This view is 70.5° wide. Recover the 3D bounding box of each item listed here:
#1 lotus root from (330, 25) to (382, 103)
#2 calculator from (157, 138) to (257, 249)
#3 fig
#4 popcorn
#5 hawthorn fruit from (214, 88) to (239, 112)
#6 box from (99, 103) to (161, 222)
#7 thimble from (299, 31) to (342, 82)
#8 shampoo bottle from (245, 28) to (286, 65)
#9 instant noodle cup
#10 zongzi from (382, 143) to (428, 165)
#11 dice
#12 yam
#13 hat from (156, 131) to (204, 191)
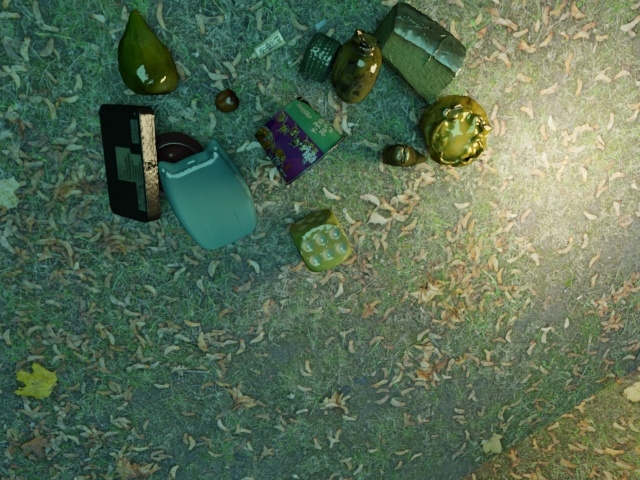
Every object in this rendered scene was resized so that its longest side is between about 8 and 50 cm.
[{"bbox_3d":[0.118,-0.539,1.382,0.154,0.278,0.153,4,64,-8],"label":"lotus root"},{"bbox_3d":[-0.356,-0.124,1.497,0.256,0.054,0.386,-25,130,-6],"label":"calculator"},{"bbox_3d":[-0.523,-0.526,1.331,0.167,0.167,0.233,-33,87,2],"label":"fig"},{"bbox_3d":[0.461,-0.369,1.529,0.251,0.190,0.249,-7,116,-15],"label":"popcorn"},{"bbox_3d":[-0.297,-0.442,1.440,0.077,0.077,0.077,-3,108,-9],"label":"hawthorn fruit"},{"bbox_3d":[-0.588,-0.239,1.399,0.212,0.058,0.349,12,111,32],"label":"box"},{"bbox_3d":[0.000,-0.571,1.417,0.090,0.118,0.135,27,119,-2],"label":"thimble"},{"bbox_3d":[-0.178,-0.604,1.423,0.141,0.034,0.049,-33,117,3],"label":"shampoo bottle"},{"bbox_3d":[-0.075,-0.324,1.436,0.251,0.251,0.190,-39,101,4],"label":"instant noodle cup"},{"bbox_3d":[0.311,-0.284,1.546,0.176,0.160,0.078,6,103,-10],"label":"zongzi"},{"bbox_3d":[0.000,0.000,1.580,0.169,0.169,0.166,-27,110,0],"label":"dice"},{"bbox_3d":[0.300,-0.601,1.424,0.272,0.202,0.201,24,59,-16],"label":"yam"},{"bbox_3d":[-0.469,-0.252,1.458,0.206,0.089,0.205,-8,120,-14],"label":"hat"}]
